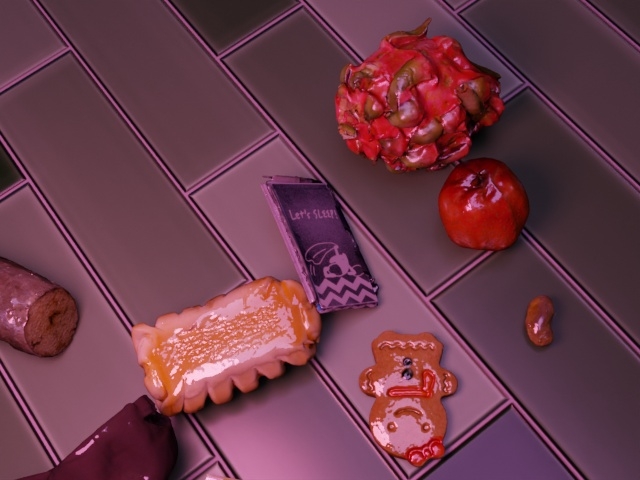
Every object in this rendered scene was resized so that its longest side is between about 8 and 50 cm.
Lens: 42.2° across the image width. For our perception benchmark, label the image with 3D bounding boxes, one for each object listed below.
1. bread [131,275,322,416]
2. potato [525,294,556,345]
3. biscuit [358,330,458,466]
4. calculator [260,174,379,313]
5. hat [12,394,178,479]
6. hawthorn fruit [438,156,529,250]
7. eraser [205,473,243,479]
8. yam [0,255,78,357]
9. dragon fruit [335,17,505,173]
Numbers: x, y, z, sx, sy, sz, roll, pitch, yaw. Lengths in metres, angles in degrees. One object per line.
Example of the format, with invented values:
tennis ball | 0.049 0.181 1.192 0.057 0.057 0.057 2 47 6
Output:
bread | -0.147 0.175 1.387 0.311 0.121 0.173 -19 69 -6
potato | 0.372 0.136 1.408 0.046 0.045 0.092 19 67 -27
biscuit | 0.144 0.259 1.376 0.165 0.036 0.226 3 67 4
calculator | 0.000 0.000 1.454 0.165 0.028 0.274 0 57 -42
hat | -0.335 0.402 1.266 0.336 0.238 0.209 -33 82 11
hawthorn fruit | 0.279 -0.071 1.426 0.156 0.194 0.157 -7 60 12
eraser | -0.143 0.394 1.336 0.083 0.038 0.019 7 62 6
yam | -0.560 0.102 1.436 0.254 0.154 0.154 20 69 15
dragon fruit | 0.174 -0.245 1.493 0.302 0.231 0.237 2 60 -12
